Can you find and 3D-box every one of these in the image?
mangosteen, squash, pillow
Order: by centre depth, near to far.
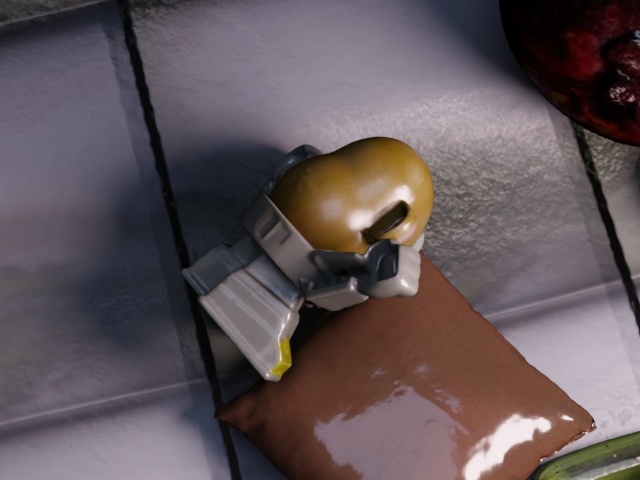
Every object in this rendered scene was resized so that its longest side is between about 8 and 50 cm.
[{"bbox_3d":[0.094,0.196,1.804,0.308,0.108,0.305,-41,76,-14],"label":"pillow"},{"bbox_3d":[0.350,0.249,1.824,0.229,0.066,0.066,-15,73,-7],"label":"squash"},{"bbox_3d":[0.380,-0.315,1.862,0.381,0.381,0.421,-11,59,-6],"label":"mangosteen"}]

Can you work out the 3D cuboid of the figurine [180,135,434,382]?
[{"bbox_3d":[0.000,0.000,1.789,0.285,0.167,0.342,-44,52,0],"label":"figurine"}]
